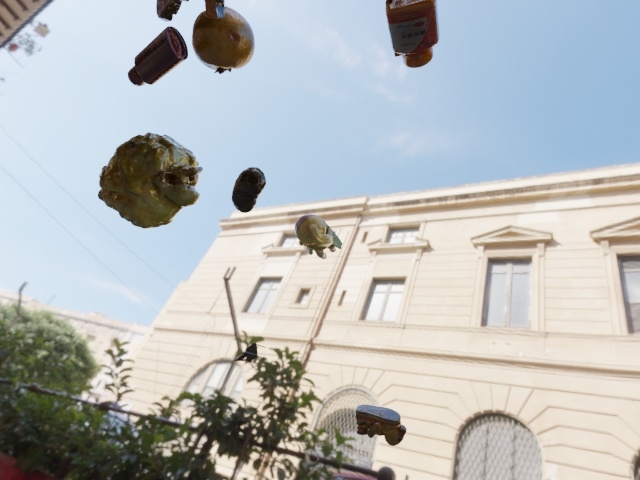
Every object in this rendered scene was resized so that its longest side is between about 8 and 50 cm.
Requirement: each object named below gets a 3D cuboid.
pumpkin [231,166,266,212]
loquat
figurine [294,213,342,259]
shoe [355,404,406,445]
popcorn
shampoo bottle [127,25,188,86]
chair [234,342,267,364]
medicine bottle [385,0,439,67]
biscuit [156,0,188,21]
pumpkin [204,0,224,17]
[{"bbox_3d":[-0.126,-0.084,0.685,0.050,0.028,0.083,26,-75,16],"label":"pumpkin"},{"bbox_3d":[-0.323,-0.663,1.353,0.208,0.208,0.208,15,-39,12],"label":"loquat"},{"bbox_3d":[0.000,0.000,0.862,0.083,0.083,0.187,9,-20,19],"label":"figurine"},{"bbox_3d":[0.128,0.398,0.881,0.109,0.072,0.069,7,-80,4],"label":"shoe"},{"bbox_3d":[-0.409,-0.151,0.986,0.266,0.232,0.192,7,-29,20],"label":"popcorn"},{"bbox_3d":[-0.521,-0.565,1.283,0.261,0.064,0.102,-12,-75,39],"label":"shampoo bottle"},{"bbox_3d":[-0.161,0.259,0.938,0.037,0.042,0.086,-38,-39,17],"label":"chair"},{"bbox_3d":[0.293,-0.663,1.273,0.150,0.111,0.222,-3,-27,19],"label":"medicine bottle"},{"bbox_3d":[-0.456,-0.778,1.255,0.320,0.047,0.183,31,-65,49],"label":"biscuit"},{"bbox_3d":[-0.297,-0.676,1.152,0.054,0.074,0.083,3,-56,6],"label":"pumpkin"}]
